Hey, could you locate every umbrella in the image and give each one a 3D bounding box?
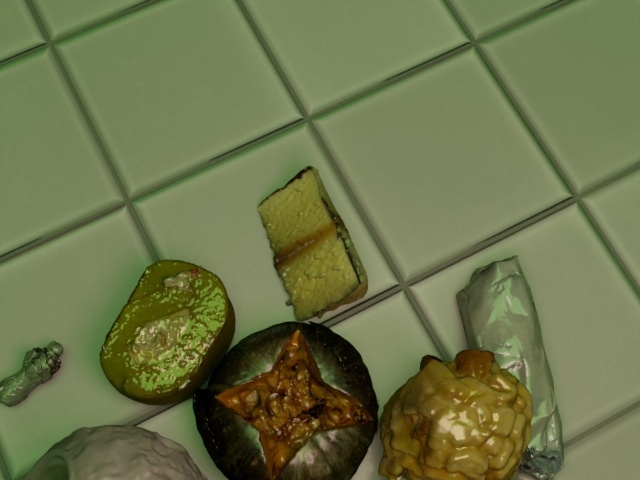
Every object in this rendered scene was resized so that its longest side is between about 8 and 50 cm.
[{"bbox_3d":[-0.522,0.239,1.638,0.143,0.062,0.067,-45,113,-6],"label":"umbrella"}]

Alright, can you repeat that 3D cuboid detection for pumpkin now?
[{"bbox_3d":[-0.051,0.297,1.562,0.321,0.192,0.320,1,68,-1],"label":"pumpkin"}]

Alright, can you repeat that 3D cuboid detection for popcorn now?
[{"bbox_3d":[0.207,0.333,1.515,0.225,0.265,0.332,15,91,-31],"label":"popcorn"}]

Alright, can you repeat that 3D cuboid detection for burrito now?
[{"bbox_3d":[0.349,0.246,1.640,0.139,0.101,0.445,-11,72,3],"label":"burrito"}]

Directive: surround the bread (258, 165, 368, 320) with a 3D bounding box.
[{"bbox_3d":[0.000,0.000,1.720,0.142,0.178,0.266,-11,71,-39],"label":"bread"}]

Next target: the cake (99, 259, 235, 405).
[{"bbox_3d":[-0.265,0.171,1.627,0.179,0.156,0.260,22,73,13],"label":"cake"}]

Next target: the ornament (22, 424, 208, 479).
[{"bbox_3d":[-0.320,0.460,1.430,0.337,0.337,0.337,1,70,-2],"label":"ornament"}]
